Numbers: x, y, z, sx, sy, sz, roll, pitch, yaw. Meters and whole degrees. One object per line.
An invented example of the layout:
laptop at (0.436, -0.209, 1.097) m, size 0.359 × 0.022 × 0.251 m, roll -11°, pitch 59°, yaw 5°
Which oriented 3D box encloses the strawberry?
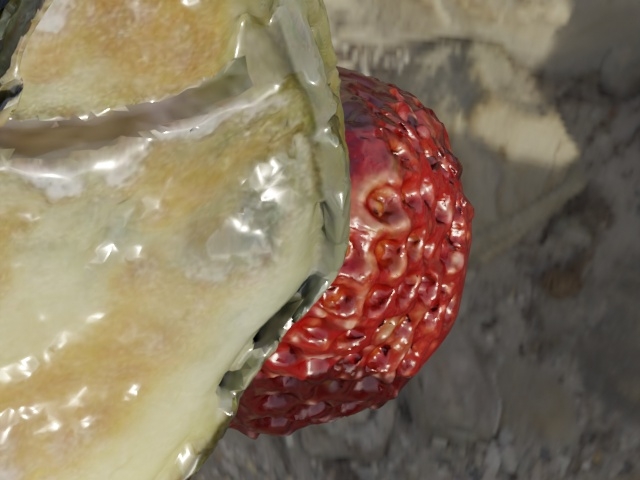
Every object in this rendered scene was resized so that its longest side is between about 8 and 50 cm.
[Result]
strawberry at (0.000, 0.000, 1.493) m, size 0.317 × 0.345 × 0.295 m, roll -46°, pitch 99°, yaw -12°

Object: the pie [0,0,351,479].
pie at (-0.134, -0.007, 0.640) m, size 0.337 × 0.337 × 0.075 m, roll -32°, pitch 43°, yaw -8°
